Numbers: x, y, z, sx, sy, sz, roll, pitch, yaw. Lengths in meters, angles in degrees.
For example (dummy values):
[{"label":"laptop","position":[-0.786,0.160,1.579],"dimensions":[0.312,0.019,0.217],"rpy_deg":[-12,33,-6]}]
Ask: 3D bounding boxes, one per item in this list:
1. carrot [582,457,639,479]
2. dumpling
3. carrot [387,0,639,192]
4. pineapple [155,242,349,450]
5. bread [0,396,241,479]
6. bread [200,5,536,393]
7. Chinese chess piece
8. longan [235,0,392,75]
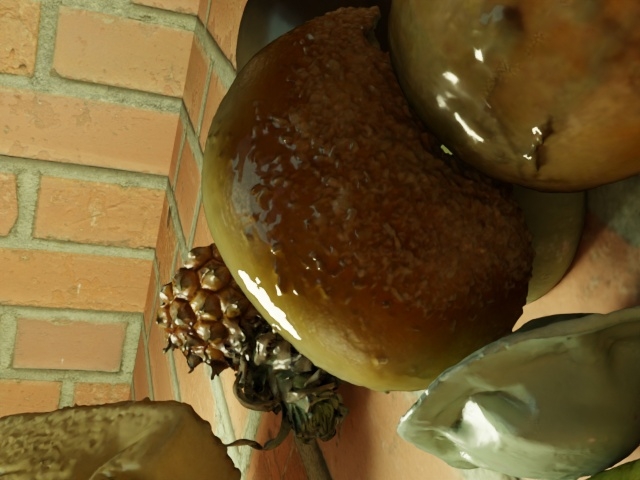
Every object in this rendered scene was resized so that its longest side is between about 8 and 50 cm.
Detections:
[{"label":"carrot","position":[0.234,0.115,0.400],"dimensions":[0.358,0.074,0.074],"rpy_deg":[123,148,-46]},{"label":"dumpling","position":[0.150,0.118,0.522],"dimensions":[0.108,0.153,0.219],"rpy_deg":[51,137,25]},{"label":"carrot","position":[0.184,-0.184,0.416],"dimensions":[0.340,0.224,0.224],"rpy_deg":[-54,34,41]},{"label":"pineapple","position":[-0.061,0.148,1.037],"dimensions":[0.271,0.262,0.262],"rpy_deg":[47,130,44]},{"label":"bread","position":[-0.291,0.440,1.082],"dimensions":[0.371,0.390,0.279],"rpy_deg":[67,-150,-28]},{"label":"bread","position":[0.016,-0.035,0.565],"dimensions":[0.171,0.192,0.314],"rpy_deg":[-35,72,51]},{"label":"Chinese chess piece","position":[0.148,-0.032,0.666],"dimensions":[0.188,0.083,0.188],"rpy_deg":[-177,90,-71]},{"label":"longan","position":[0.034,-0.191,0.782],"dimensions":[0.258,0.258,0.258],"rpy_deg":[-173,90,-70]}]
